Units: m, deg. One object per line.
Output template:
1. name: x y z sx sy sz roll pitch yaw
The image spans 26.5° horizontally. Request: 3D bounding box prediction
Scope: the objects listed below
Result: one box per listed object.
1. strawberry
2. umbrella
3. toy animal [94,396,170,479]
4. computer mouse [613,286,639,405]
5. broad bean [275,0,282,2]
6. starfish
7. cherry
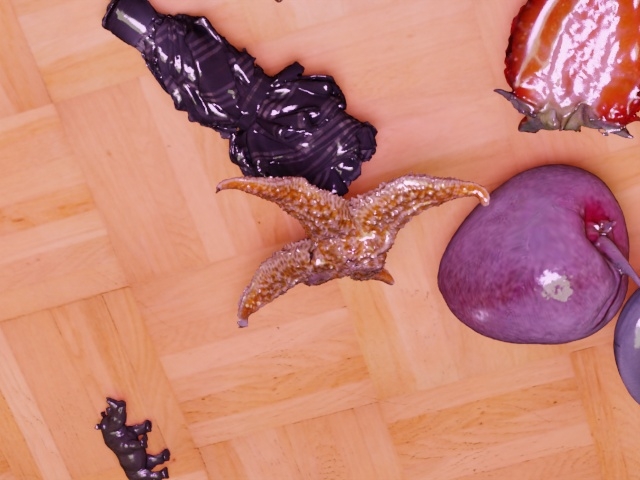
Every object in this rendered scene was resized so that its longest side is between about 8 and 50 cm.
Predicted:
1. strawberry: 0.282 -0.231 1.497 0.174 0.098 0.228 1 104 19
2. umbrella: -0.085 -0.173 1.516 0.154 0.128 0.336 -40 105 20
3. toy animal: -0.249 0.258 1.760 0.065 0.047 0.135 -16 119 18
4. computer mouse: 0.476 0.135 1.630 0.371 0.122 0.188 27 102 -31
5. broad bean: -0.058 -0.372 1.382 0.052 0.053 0.256 -8 112 -14
6. starfish: 0.000 0.016 1.539 0.301 0.084 0.293 -5 156 -20
7. cherry: 0.253 0.020 1.546 0.266 0.213 0.183 -11 131 31
